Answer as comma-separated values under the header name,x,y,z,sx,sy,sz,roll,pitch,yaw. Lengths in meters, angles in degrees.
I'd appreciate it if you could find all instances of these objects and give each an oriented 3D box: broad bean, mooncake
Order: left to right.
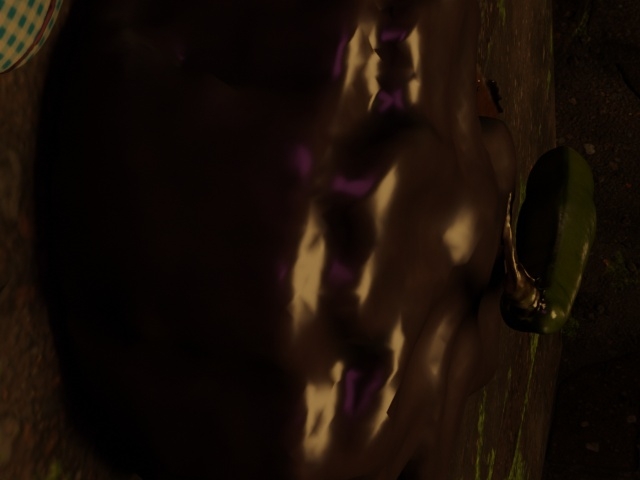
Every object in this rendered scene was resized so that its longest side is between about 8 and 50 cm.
name,x,y,z,sx,sy,sz,roll,pitch,yaw
mooncake,0.000,0.000,0.675,0.381,0.212,0.350,33,68,-67
broad bean,0.158,-0.007,0.739,0.318,0.056,0.098,-36,130,-71

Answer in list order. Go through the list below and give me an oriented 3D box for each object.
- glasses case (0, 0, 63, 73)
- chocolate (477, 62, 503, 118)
name,x,y,z,sx,sy,sz,roll,pitch,yaw
glasses case,-0.134,-0.225,0.399,0.125,0.076,0.327,-5,99,-70
chocolate,0.106,-0.139,1.114,0.321,0.112,0.112,36,68,-69
